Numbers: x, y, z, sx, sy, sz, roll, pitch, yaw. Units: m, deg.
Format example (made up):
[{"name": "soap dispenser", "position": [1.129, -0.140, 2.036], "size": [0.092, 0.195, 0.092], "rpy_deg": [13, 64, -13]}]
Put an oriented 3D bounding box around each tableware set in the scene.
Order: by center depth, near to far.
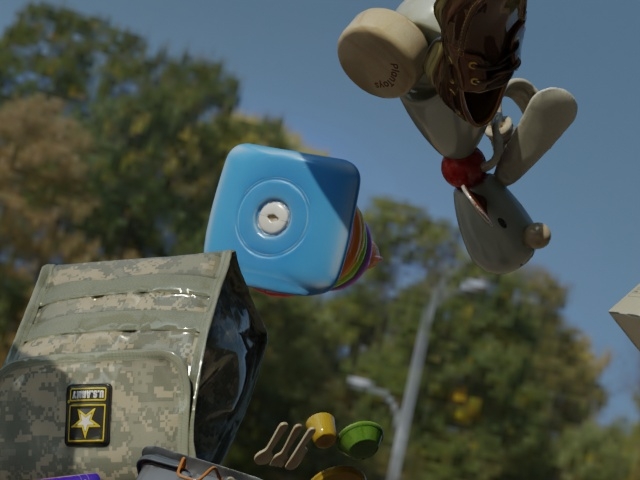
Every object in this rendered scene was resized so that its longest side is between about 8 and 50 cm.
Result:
[{"name": "tableware set", "position": [-0.019, 0.188, 1.361], "size": [0.104, 0.024, 0.154], "rpy_deg": [12, -55, -26]}]

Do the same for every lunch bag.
[{"name": "lunch bag", "position": [-0.210, 0.159, 1.895], "size": [0.235, 0.287, 0.169], "rpy_deg": [-5, -48, 18]}]

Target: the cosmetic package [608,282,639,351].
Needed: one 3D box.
[{"name": "cosmetic package", "position": [0.253, 0.027, 1.180], "size": [0.041, 0.115, 0.060], "rpy_deg": [51, -7, -8]}]

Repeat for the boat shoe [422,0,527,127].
[{"name": "boat shoe", "position": [0.112, -0.131, 1.185], "size": [0.064, 0.060, 0.178], "rpy_deg": [-22, -17, -11]}]

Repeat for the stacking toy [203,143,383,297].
[{"name": "stacking toy", "position": [0.000, 0.000, 2.128], "size": [0.175, 0.165, 0.302], "rpy_deg": [11, -5, 23]}]

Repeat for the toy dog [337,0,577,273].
[{"name": "toy dog", "position": [0.162, -0.120, 1.675], "size": [0.161, 0.220, 0.334], "rpy_deg": [4, -29, 42]}]

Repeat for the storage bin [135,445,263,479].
[{"name": "storage bin", "position": [-0.110, 0.240, 1.487], "size": [0.135, 0.091, 0.098], "rpy_deg": [14, -45, 22]}]

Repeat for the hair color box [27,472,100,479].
[{"name": "hair color box", "position": [-0.328, 0.275, 1.505], "size": [0.185, 0.110, 0.339], "rpy_deg": [-19, -9, 17]}]
